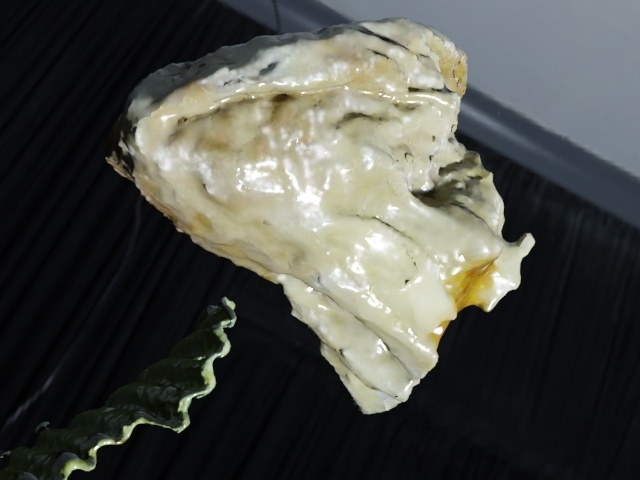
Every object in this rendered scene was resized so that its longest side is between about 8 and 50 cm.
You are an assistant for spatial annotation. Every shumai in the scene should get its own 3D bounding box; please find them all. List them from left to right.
[{"bbox_3d":[0.000,0.000,0.689,0.267,0.314,0.262,-20,83,27],"label":"shumai"}]

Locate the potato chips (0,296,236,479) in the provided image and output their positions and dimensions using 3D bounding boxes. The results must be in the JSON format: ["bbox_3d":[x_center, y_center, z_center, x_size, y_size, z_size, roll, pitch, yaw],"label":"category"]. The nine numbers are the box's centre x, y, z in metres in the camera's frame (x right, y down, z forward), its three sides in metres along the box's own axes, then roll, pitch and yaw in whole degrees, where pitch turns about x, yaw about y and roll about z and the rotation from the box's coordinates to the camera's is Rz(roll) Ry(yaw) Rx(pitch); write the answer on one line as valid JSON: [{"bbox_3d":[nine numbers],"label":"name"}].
[{"bbox_3d":[-0.251,0.216,1.301,0.097,0.373,0.389,55,174,-2],"label":"potato chips"}]
